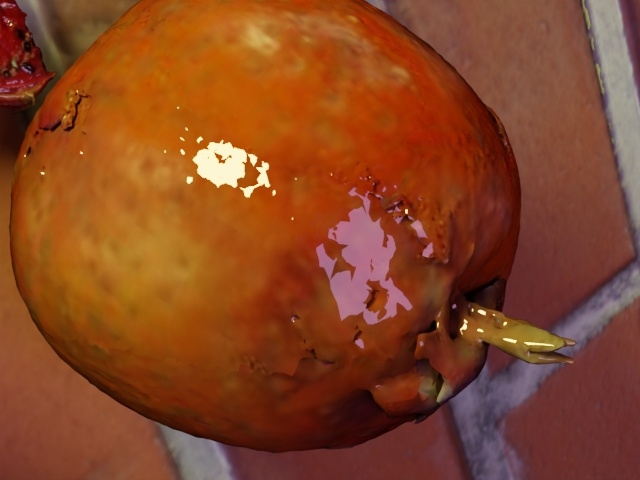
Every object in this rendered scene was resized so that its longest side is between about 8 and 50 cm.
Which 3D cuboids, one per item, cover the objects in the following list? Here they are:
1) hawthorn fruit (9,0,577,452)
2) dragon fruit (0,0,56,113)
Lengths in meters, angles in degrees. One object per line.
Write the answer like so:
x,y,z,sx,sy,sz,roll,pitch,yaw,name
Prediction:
0.000,0.000,0.838,0.276,0.307,0.276,-31,133,-40,hawthorn fruit
-0.218,-0.096,0.809,0.131,0.063,0.097,-20,88,-28,dragon fruit
